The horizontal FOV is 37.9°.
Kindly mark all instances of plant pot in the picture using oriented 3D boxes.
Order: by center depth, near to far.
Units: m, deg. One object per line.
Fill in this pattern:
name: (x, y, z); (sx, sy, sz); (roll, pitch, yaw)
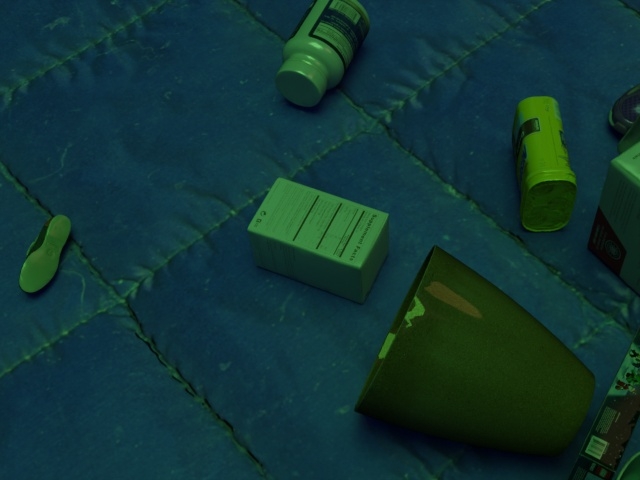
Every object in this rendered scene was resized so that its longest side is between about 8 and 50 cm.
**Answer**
plant pot: (0.208, 0.164, 1.188); (0.254, 0.237, 0.237); (25, 61, 3)

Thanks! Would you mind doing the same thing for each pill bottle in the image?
pill bottle: (0.000, -0.320, 1.572); (0.112, 0.112, 0.186); (19, 60, 16)

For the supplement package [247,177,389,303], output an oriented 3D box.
supplement package: (0.000, 0.000, 1.364); (0.179, 0.105, 0.105); (20, 60, 16)

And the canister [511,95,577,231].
canister: (0.334, -0.117, 1.407); (0.073, 0.126, 0.170); (-2, 54, 3)

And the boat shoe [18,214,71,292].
boat shoe: (-0.424, 0.022, 1.419); (0.043, 0.049, 0.137); (-17, 46, 46)

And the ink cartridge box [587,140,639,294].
ink cartridge box: (0.521, 0.019, 1.242); (0.131, 0.226, 0.306); (-35, 62, -16)

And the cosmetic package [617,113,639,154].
cosmetic package: (0.700, -0.189, 1.280); (0.394, 0.329, 0.327); (-33, 70, -17)

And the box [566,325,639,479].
box: (0.353, 0.226, 1.128); (0.044, 0.159, 0.233); (25, 49, 20)

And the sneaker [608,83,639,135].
sneaker: (0.561, -0.253, 1.492); (0.236, 0.104, 0.095); (-33, 62, -16)

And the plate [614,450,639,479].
plate: (0.358, 0.335, 1.084); (0.024, 0.188, 0.188); (7, 52, 42)
